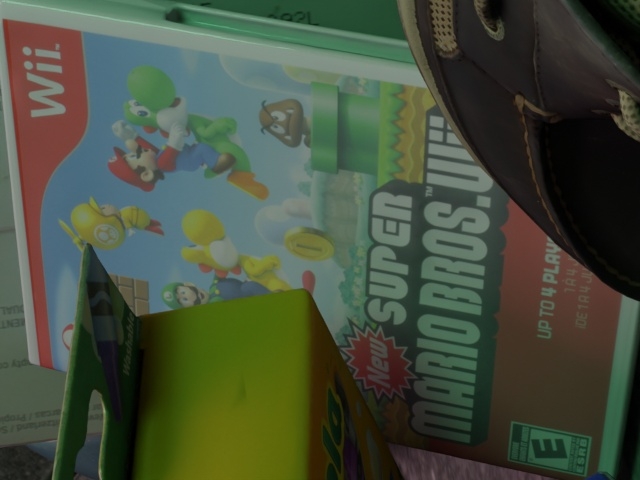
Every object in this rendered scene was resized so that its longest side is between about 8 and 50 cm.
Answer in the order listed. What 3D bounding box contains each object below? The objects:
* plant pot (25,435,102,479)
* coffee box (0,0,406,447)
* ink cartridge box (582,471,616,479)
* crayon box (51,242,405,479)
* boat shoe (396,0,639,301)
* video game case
[{"bbox_3d":[-0.071,0.071,1.288,0.195,0.290,0.290,47,-168,-34],"label":"plant pot"},{"bbox_3d":[-0.094,-0.133,0.976,0.334,0.338,0.338,-109,16,-52],"label":"coffee box"},{"bbox_3d":[0.101,0.250,0.464,0.395,0.151,0.270,-127,16,-61],"label":"ink cartridge box"},{"bbox_3d":[-0.012,0.168,0.763,0.323,0.083,0.203,63,-158,-48],"label":"crayon box"},{"bbox_3d":[0.088,-0.082,0.489,0.355,0.132,0.130,67,-177,-49],"label":"boat shoe"},{"bbox_3d":[0.000,0.000,0.788,0.025,0.285,0.204,-62,-21,-50],"label":"video game case"}]
